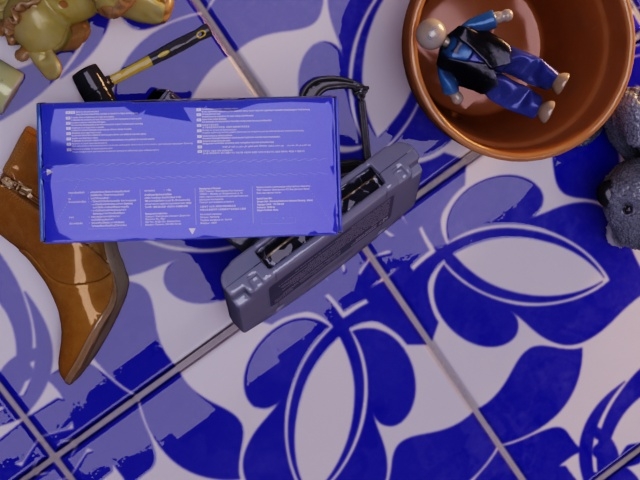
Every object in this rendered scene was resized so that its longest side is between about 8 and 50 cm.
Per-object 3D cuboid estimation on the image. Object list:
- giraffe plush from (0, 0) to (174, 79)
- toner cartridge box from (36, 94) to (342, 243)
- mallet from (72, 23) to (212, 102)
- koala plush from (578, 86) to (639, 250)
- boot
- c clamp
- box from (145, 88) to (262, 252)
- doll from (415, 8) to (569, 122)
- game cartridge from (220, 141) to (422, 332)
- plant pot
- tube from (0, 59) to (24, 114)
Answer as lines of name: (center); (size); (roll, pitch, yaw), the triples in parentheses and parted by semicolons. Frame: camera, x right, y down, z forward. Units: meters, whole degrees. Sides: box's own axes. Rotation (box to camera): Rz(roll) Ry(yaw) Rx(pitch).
giraffe plush: (-0.312, -0.292, 1.696); (0.210, 0.181, 0.170); (19, 120, -41)
toner cartridge box: (-0.152, -0.082, 1.622); (0.347, 0.075, 0.165); (-1, 89, -4)
mallet: (-0.222, -0.220, 1.782); (0.189, 0.039, 0.062); (-22, 101, -12)
koala plush: (0.444, -0.088, 1.859); (0.203, 0.196, 0.221); (2, 93, -22)
boot: (-0.345, 0.018, 1.765); (0.211, 0.104, 0.295); (24, 103, 1)
c clamp: (0.040, -0.146, 1.852); (0.137, 0.022, 0.161); (-13, 101, -5)
box: (-0.151, -0.090, 1.751); (0.207, 0.153, 0.108); (37, 88, -15)
doll: (0.200, -0.216, 1.653); (0.189, 0.046, 0.129); (24, 101, -7)
game cartridge: (0.000, 0.000, 1.770); (0.294, 0.196, 0.060); (-37, 73, -11)
plant pot: (0.228, -0.252, 1.782); (0.291, 0.203, 0.291); (-2, 97, -12)
tube: (-0.488, -0.239, 1.713); (0.240, 0.062, 0.070); (31, 50, -9)
